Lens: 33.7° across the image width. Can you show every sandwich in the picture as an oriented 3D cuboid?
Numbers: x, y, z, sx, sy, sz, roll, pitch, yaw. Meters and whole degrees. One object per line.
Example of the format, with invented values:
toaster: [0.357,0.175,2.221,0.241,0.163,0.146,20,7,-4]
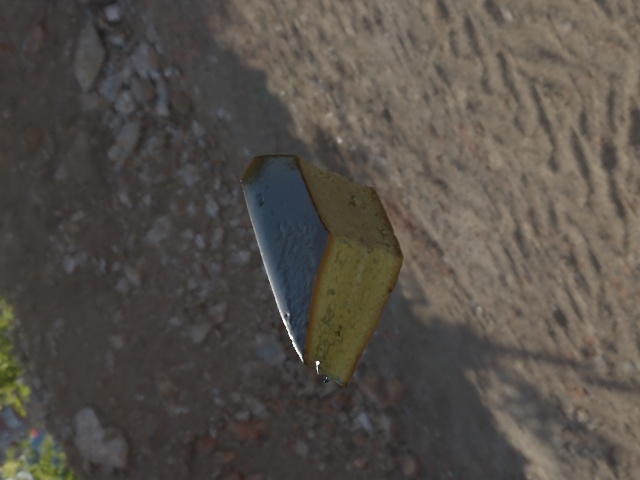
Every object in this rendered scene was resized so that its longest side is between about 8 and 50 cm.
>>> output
sandwich: [0.000,0.000,0.926,0.094,0.096,0.258,24,-148,-37]
